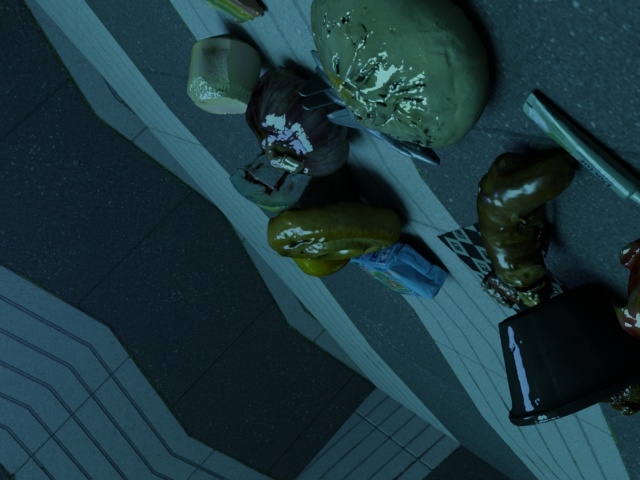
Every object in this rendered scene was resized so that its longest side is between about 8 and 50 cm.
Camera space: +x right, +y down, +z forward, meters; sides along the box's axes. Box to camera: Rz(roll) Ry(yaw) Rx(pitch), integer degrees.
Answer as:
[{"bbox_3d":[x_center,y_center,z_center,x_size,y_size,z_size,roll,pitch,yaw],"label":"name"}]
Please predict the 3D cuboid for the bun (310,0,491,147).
[{"bbox_3d":[0.089,-0.235,1.032,0.287,0.146,0.287,41,165,13],"label":"bun"}]

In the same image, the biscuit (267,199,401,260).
[{"bbox_3d":[0.031,-0.012,1.687,0.296,0.297,0.101,128,140,-78],"label":"biscuit"}]

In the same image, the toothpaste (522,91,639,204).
[{"bbox_3d":[0.329,-0.111,0.962,0.197,0.029,0.048,44,168,11],"label":"toothpaste"}]

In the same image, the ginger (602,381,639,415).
[{"bbox_3d":[0.556,0.280,1.438,0.103,0.073,0.162,38,165,21],"label":"ginger"}]

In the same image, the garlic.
[{"bbox_3d":[-0.053,-0.213,1.508,0.245,0.160,0.245,42,168,11],"label":"garlic"}]

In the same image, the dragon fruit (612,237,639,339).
[{"bbox_3d":[0.448,0.055,0.842,0.269,0.198,0.200,124,125,-76],"label":"dragon fruit"}]

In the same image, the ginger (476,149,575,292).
[{"bbox_3d":[0.291,-0.038,1.151,0.133,0.107,0.309,52,170,33],"label":"ginger"}]

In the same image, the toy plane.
[{"bbox_3d":[0.094,-0.208,1.267,0.267,0.088,0.212,30,165,18],"label":"toy plane"}]

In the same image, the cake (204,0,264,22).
[{"bbox_3d":[-0.208,-0.456,1.362,0.225,0.090,0.109,47,163,-20],"label":"cake"}]

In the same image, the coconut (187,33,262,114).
[{"bbox_3d":[-0.192,-0.342,1.567,0.147,0.152,0.147,7,171,1],"label":"coconut"}]

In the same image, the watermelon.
[{"bbox_3d":[-0.034,-0.157,1.761,0.262,0.201,0.213,-2,-156,-42],"label":"watermelon"}]

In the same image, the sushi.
[{"bbox_3d":[0.347,0.080,1.486,0.264,0.050,0.290,44,168,-2],"label":"sushi"}]

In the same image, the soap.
[{"bbox_3d":[0.179,0.065,1.844,0.156,0.077,0.293,34,171,-15],"label":"soap"}]

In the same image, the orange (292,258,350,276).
[{"bbox_3d":[0.003,0.001,1.999,0.158,0.179,0.237,38,165,36],"label":"orange"}]

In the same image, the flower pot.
[{"bbox_3d":[0.399,0.177,1.279,0.166,0.269,0.269,62,169,7],"label":"flower pot"}]
